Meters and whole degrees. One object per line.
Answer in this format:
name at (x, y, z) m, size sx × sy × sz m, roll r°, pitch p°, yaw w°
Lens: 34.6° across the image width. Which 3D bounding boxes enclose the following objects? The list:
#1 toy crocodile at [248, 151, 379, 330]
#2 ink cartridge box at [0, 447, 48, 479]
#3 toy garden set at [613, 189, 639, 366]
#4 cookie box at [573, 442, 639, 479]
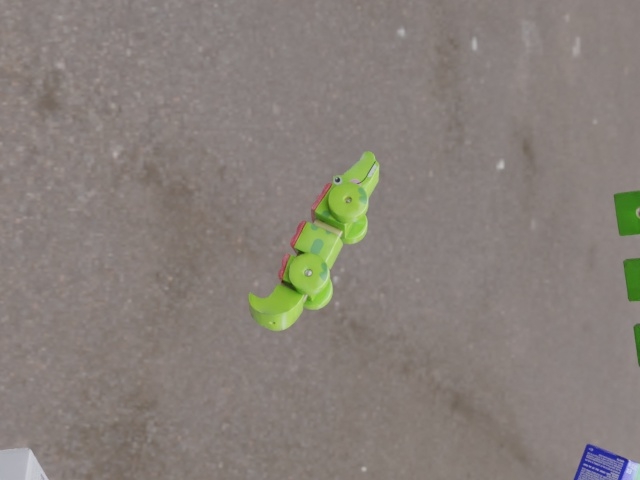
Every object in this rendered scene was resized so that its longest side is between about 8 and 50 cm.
toy crocodile at (0.000, 0.000, 1.688) m, size 0.340 × 0.105 × 0.115 m, roll -61°, pitch 167°, yaw -15°
ink cartridge box at (-0.334, 0.317, 1.138) m, size 0.150 × 0.063 × 0.109 m, roll 82°, pitch 2°, yaw -48°
toy garden set at (0.408, 0.061, 0.995) m, size 0.049 × 0.204 × 0.244 m, roll -15°, pitch 97°, yaw -55°
cookie box at (0.224, 0.222, 0.794) m, size 0.092 × 0.040 × 0.107 m, roll 27°, pitch 82°, yaw -43°
